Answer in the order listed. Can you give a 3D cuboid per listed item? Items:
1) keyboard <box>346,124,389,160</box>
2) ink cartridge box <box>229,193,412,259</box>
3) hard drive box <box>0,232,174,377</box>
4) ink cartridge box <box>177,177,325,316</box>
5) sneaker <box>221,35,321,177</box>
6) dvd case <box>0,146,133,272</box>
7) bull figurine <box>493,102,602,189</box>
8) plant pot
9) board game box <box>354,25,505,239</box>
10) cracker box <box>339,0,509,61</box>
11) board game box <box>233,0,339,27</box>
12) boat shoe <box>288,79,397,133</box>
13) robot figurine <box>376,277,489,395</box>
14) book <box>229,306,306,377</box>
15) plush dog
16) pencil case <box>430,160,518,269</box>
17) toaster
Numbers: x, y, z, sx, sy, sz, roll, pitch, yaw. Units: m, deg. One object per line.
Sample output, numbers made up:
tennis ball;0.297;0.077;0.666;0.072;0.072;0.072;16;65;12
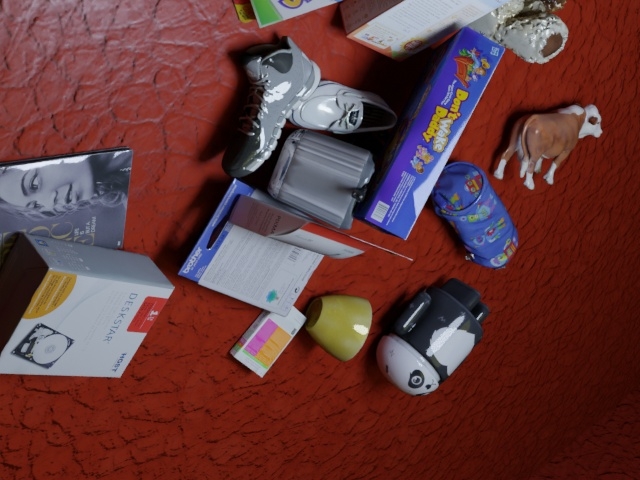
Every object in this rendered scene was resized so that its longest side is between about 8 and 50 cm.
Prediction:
keyboard;0.101;-0.157;1.630;0.108;0.023;0.180;-56;144;-2
ink cartridge box;0.000;0.000;1.375;0.189;0.232;0.066;19;97;-52
hard drive box;-0.358;0.100;1.270;0.232;0.089;0.181;13;114;-53
ink cartridge box;-0.113;0.011;1.501;0.186;0.065;0.311;-58;146;3
sneaker;-0.103;-0.217;1.330;0.229;0.086;0.132;-57;139;-13
dvd case;-0.369;-0.043;1.223;0.221;0.018;0.165;-13;128;-40
bull figurine;0.512;-0.220;1.956;0.310;0.101;0.188;-8;125;-44
plant pot;0.024;0.160;1.727;0.095;0.134;0.134;24;101;-24
board game box;0.173;-0.177;1.503;0.347;0.078;0.233;-63;-174;1
cracker box;0.168;-0.380;1.385;0.232;0.067;0.155;-23;159;35
board game box;-0.006;-0.391;1.236;0.259;0.039;0.124;-17;137;3
boat shoe;0.042;-0.222;1.474;0.226;0.075;0.083;-11;126;-42
robot figurine;0.252;0.218;1.956;0.278;0.209;0.173;-46;-178;-11
book;-0.099;0.181;1.674;0.144;0.035;0.096;-50;140;-6
plush dog;0.330;-0.462;1.536;0.225;0.210;0.262;-53;129;-31
pencil case;0.334;-0.047;1.887;0.133;0.119;0.306;-42;143;2
toaster;0.004;-0.102;1.418;0.227;0.146;0.129;-67;179;-76
